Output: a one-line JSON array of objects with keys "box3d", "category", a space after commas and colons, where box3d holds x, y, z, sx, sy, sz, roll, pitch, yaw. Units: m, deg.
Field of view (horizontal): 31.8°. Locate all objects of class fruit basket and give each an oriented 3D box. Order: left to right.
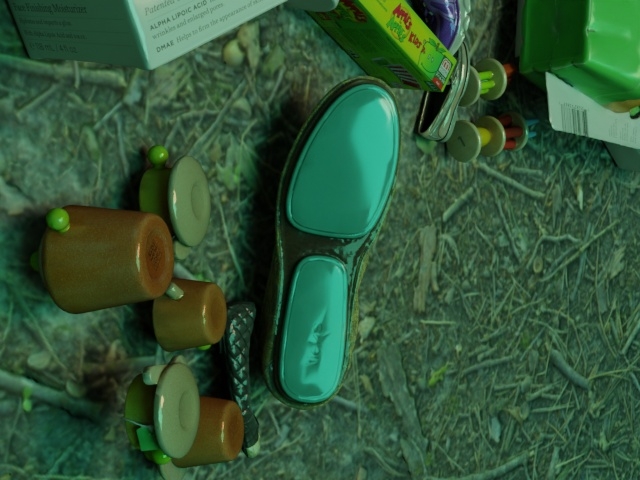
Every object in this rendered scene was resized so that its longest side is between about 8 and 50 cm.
[{"box3d": [0.402, -0.281, 1.463, 0.353, 0.165, 0.327, 5, 87, -46], "category": "fruit basket"}]

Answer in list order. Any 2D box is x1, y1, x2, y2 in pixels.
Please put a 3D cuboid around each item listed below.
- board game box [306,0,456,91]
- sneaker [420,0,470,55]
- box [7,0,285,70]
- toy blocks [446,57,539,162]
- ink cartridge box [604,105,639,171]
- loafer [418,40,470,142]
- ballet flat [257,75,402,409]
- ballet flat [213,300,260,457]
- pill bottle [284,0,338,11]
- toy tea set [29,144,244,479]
[{"box3d": [0.058, -0.227, 1.193, 0.181, 0.092, 0.043, 38, 71, -43], "category": "board game box"}, {"box3d": [0.130, -0.288, 1.287, 0.071, 0.068, 0.170, -4, 105, -18], "category": "sneaker"}, {"box3d": [-0.144, -0.232, 0.923, 0.182, 0.181, 0.119, -35, 122, -34], "category": "box"}, {"box3d": [0.222, -0.168, 1.401, 0.148, 0.054, 0.123, -16, 110, -43], "category": "toy blocks"}, {"box3d": [0.484, -0.220, 1.631, 0.148, 0.086, 0.203, 47, 67, -40], "category": "ink cartridge box"}, {"box3d": [0.145, -0.179, 1.328, 0.039, 0.045, 0.125, 4, 100, -43], "category": "loafer"}, {"box3d": [0.000, 0.000, 1.176, 0.123, 0.123, 0.348, 8, 94, -46], "category": "ballet flat"}, {"box3d": [-0.078, 0.147, 1.163, 0.049, 0.057, 0.173, -13, 108, -19], "category": "ballet flat"}, {"box3d": [0.002, -0.347, 1.081, 0.131, 0.131, 0.229, 23, 82, -46], "category": "pill bottle"}, {"box3d": [-0.171, 0.089, 1.049, 0.200, 0.124, 0.336, -47, 132, -66], "category": "toy tea set"}]
